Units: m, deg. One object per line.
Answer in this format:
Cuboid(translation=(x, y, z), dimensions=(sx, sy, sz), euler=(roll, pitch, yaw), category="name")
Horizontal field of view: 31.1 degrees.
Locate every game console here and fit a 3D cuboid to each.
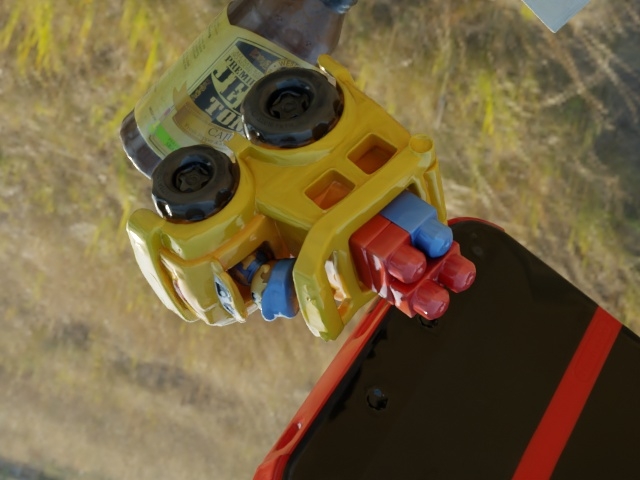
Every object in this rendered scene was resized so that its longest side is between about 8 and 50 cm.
Cuboid(translation=(0.157, 0.187, 0.947), dimensions=(0.342, 0.386, 0.060), euler=(39, 143, -2), category="game console")

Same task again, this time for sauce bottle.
Cuboid(translation=(-0.060, -0.187, 1.125), dimensions=(0.111, 0.111, 0.344), euler=(25, 126, -34), category="sauce bottle")

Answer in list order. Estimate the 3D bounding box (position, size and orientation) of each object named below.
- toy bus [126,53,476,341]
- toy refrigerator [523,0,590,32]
Cuboid(translation=(0.000, 0.000, 0.865), dimensions=(0.211, 0.220, 0.149), euler=(39, 160, 32), category="toy bus")
Cuboid(translation=(0.302, -0.351, 1.413), dimensions=(0.102, 0.269, 0.094), euler=(46, 119, -4), category="toy refrigerator")
